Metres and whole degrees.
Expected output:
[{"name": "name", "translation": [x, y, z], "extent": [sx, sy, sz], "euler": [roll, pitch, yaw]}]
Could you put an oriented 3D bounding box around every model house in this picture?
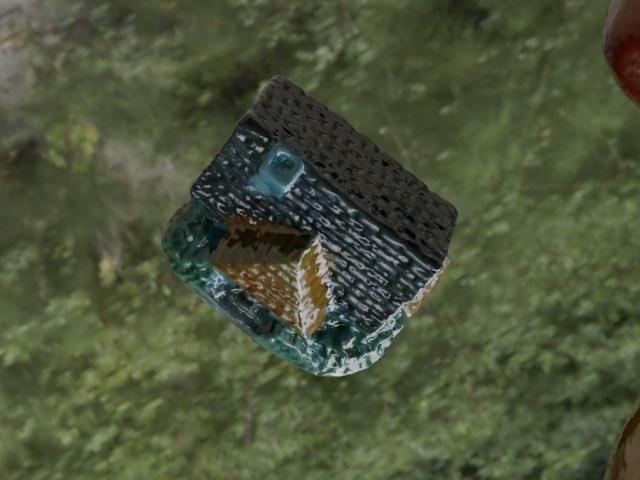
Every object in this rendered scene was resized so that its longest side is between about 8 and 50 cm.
[{"name": "model house", "translation": [0.000, 0.000, 1.335], "extent": [0.226, 0.261, 0.241], "euler": [-55, -175, -6]}]

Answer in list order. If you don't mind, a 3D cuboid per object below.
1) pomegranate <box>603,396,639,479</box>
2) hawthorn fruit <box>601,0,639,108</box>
[{"name": "pomegranate", "translation": [0.260, 0.132, 0.592], "extent": [0.319, 0.319, 0.319], "euler": [-30, -178, 1]}, {"name": "hawthorn fruit", "translation": [0.368, -0.194, 1.210], "extent": [0.215, 0.215, 0.249], "euler": [-31, 169, -39]}]
